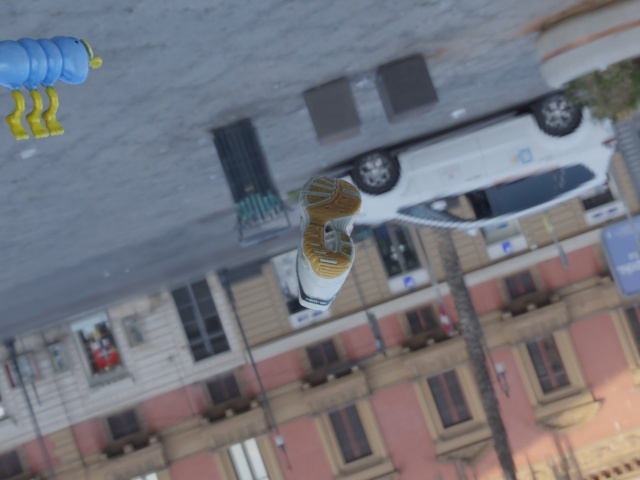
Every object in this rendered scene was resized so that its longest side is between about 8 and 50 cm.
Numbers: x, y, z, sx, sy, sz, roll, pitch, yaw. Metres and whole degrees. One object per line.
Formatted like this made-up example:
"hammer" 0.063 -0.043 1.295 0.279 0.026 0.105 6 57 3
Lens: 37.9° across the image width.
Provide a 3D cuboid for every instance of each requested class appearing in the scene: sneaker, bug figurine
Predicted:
"sneaker" 0.000 0.000 0.454 0.032 0.037 0.083 16 -144 -2
"bug figurine" -0.296 -0.191 0.674 0.216 0.279 0.072 -24 161 -51
